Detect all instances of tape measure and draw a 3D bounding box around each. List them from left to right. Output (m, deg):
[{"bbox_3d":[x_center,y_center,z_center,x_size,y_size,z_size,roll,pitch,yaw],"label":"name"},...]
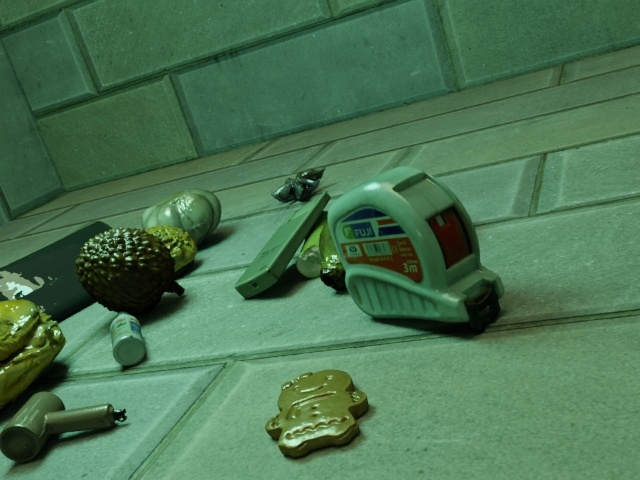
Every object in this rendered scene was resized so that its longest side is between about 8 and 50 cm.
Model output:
[{"bbox_3d":[0.136,0.011,1.099,0.125,0.246,0.243,-25,11,-34],"label":"tape measure"}]

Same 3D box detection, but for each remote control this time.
[{"bbox_3d":[-0.070,0.004,1.501,0.123,0.038,0.285,-29,19,42],"label":"remote control"}]

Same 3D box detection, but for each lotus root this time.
[{"bbox_3d":[0.102,-0.024,1.384,0.173,0.173,0.309,0,31,47],"label":"lotus root"}]

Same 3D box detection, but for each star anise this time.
[{"bbox_3d":[-0.059,-0.160,2.137,0.180,0.061,0.204,-40,19,-25],"label":"star anise"}]

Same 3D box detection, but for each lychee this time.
[{"bbox_3d":[-0.396,0.066,1.535,0.238,0.200,0.200,20,-2,-27],"label":"lychee"}]

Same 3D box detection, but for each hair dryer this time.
[{"bbox_3d":[-0.377,0.272,1.100,0.181,0.064,0.117,-8,16,6],"label":"hair dryer"}]

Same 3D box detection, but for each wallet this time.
[{"bbox_3d":[-0.641,0.092,1.786,0.228,0.062,0.406,31,43,26],"label":"wallet"}]

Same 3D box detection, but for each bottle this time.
[{"bbox_3d":[-0.372,0.175,1.386,0.060,0.060,0.217,-22,18,-13],"label":"bottle"}]

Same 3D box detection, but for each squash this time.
[{"bbox_3d":[0.000,0.000,1.536,0.083,0.083,0.250,-15,19,11],"label":"squash"}]

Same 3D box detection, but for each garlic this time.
[{"bbox_3d":[-0.368,-0.052,1.956,0.228,0.152,0.228,-20,13,5],"label":"garlic"}]

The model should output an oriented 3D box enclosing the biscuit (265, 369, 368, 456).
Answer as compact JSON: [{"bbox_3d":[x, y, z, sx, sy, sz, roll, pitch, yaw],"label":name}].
[{"bbox_3d":[-0.003,0.213,0.934,0.133,0.027,0.184,-15,16,15],"label":"biscuit"}]

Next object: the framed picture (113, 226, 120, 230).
[{"bbox_3d":[-0.557,0.044,1.945,0.173,0.010,0.231,27,35,19],"label":"framed picture"}]

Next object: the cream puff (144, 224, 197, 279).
[{"bbox_3d":[-0.396,0.029,1.773,0.189,0.129,0.189,-20,16,6],"label":"cream puff"}]

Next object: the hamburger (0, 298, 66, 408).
[{"bbox_3d":[-0.632,0.215,1.343,0.314,0.170,0.290,-8,22,27],"label":"hamburger"}]
